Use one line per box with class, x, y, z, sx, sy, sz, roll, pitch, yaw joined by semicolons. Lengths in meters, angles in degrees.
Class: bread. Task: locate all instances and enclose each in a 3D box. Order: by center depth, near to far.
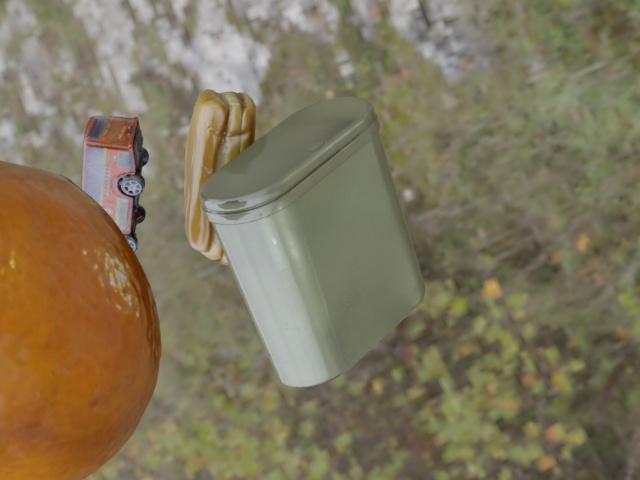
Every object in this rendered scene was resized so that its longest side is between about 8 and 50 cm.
bread;-0.116;-0.074;2.072;0.116;0.077;0.200;-128;43;-68

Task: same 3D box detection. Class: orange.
orange;-0.353;0.075;1.668;0.424;0.424;0.326;-23;67;60

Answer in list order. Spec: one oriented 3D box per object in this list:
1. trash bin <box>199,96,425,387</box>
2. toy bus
trash bin;0.000;0.000;1.996;0.121;0.243;0.247;6;126;42
toy bus;-0.232;-0.051;2.009;0.065;0.077;0.192;-84;3;-49
